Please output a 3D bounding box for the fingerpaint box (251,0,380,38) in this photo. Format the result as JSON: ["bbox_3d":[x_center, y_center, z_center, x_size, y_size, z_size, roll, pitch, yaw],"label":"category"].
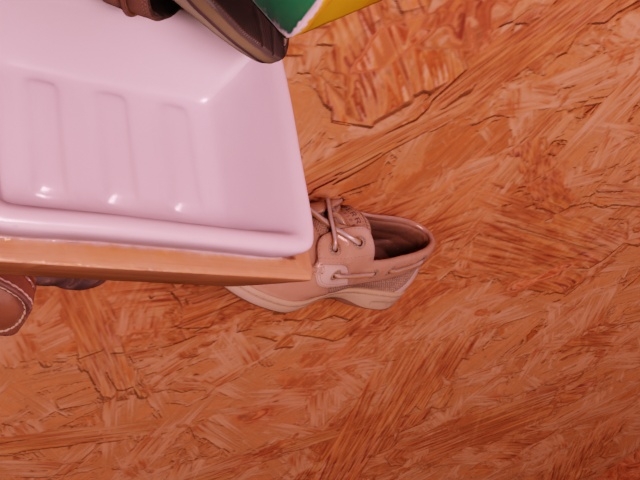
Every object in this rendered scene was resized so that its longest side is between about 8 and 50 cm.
[{"bbox_3d":[0.145,-0.331,0.391,0.445,0.163,0.371,-46,175,39],"label":"fingerpaint box"}]

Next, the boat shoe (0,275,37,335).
[{"bbox_3d":[-0.389,0.025,0.720,0.324,0.120,0.123,19,126,-27],"label":"boat shoe"}]

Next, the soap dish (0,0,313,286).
[{"bbox_3d":[-0.155,-0.073,0.708,0.290,0.229,0.118,5,154,-36],"label":"soap dish"}]

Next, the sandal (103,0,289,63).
[{"bbox_3d":[-0.130,-0.212,0.640,0.086,0.120,0.302,-13,157,40],"label":"sandal"}]

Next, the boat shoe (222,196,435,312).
[{"bbox_3d":[0.000,0.000,1.005,0.110,0.122,0.341,-47,151,25],"label":"boat shoe"}]

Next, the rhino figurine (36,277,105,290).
[{"bbox_3d":[-0.291,0.000,0.851,0.243,0.073,0.106,6,146,-33],"label":"rhino figurine"}]
